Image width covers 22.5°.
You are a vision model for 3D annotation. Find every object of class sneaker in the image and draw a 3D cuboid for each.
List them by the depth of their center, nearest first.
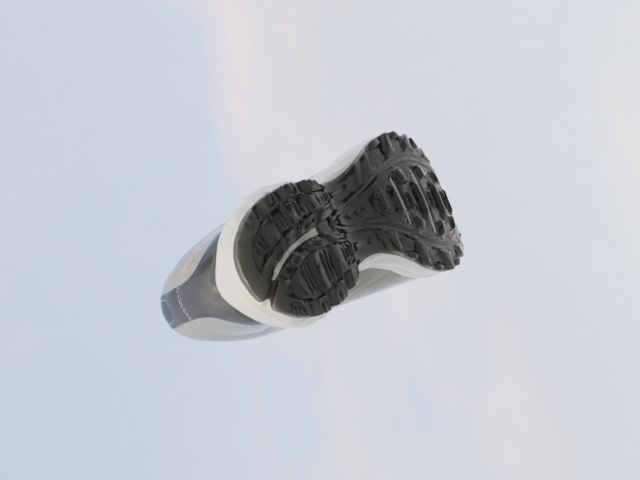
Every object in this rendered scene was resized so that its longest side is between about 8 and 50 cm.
[{"bbox_3d":[0.000,0.000,1.041,0.271,0.108,0.100,-18,-95,-53],"label":"sneaker"}]
